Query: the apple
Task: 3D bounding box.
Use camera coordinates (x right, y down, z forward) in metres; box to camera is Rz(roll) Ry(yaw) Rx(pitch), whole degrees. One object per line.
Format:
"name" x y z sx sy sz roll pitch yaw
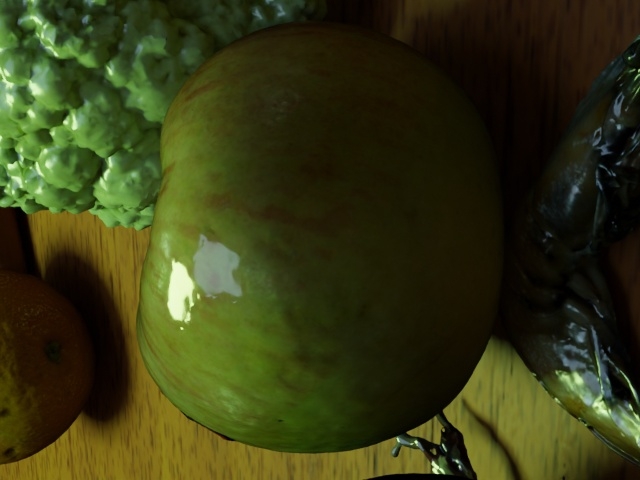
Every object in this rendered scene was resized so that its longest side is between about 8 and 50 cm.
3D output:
"apple" 0.000 0.000 0.793 0.261 0.194 0.261 -169 90 -85

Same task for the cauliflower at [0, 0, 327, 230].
"cauliflower" -0.135 -0.132 0.958 0.327 0.281 0.260 -2 106 24

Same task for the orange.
"orange" -0.312 0.119 1.345 0.206 0.206 0.206 26 123 49

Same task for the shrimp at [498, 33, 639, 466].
"shrimp" 0.180 0.017 0.713 0.198 0.051 0.262 48 141 25

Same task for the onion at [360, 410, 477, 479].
"onion" 0.086 0.233 0.818 0.273 0.285 0.273 12 132 14

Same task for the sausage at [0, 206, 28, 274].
"sausage" -0.344 -0.003 1.453 0.077 0.077 0.194 2 104 56
